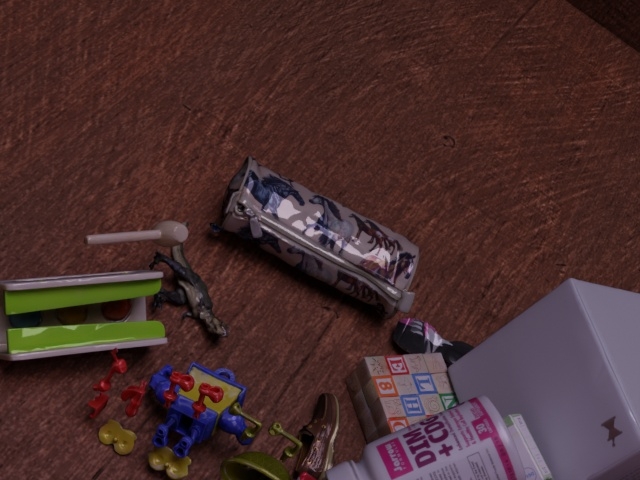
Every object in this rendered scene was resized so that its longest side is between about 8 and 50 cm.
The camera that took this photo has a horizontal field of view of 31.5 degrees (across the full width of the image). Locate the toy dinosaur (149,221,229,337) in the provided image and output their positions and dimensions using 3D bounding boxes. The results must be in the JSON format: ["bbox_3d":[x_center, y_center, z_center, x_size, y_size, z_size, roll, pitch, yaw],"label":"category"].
[{"bbox_3d":[-0.251,0.074,2.053,0.118,0.064,0.268,7,49,-43],"label":"toy dinosaur"}]

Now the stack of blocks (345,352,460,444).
[{"bbox_3d":[0.178,0.353,2.041,0.171,0.087,0.297,1,54,-29],"label":"stack of blocks"}]

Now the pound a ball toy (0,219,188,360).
[{"bbox_3d":[-0.384,0.079,1.897,0.319,0.136,0.208,-5,92,-32],"label":"pound a ball toy"}]

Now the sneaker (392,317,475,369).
[{"bbox_3d":[0.219,0.218,2.197,0.178,0.077,0.072,28,65,21],"label":"sneaker"}]

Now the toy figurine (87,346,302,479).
[{"bbox_3d":[-0.165,0.263,1.851,0.363,0.191,0.217,22,29,10],"label":"toy figurine"}]

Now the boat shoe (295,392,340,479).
[{"bbox_3d":[-0.006,0.337,1.968,0.060,0.064,0.178,22,49,-14],"label":"boat shoe"}]

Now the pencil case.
[{"bbox_3d":[0.000,0.000,2.181,0.410,0.160,0.183,28,29,-6],"label":"pencil case"}]

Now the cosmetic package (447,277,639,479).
[{"bbox_3d":[0.515,0.308,2.047,0.394,0.329,0.327,12,48,-39],"label":"cosmetic package"}]

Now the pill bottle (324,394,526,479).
[{"bbox_3d":[0.162,0.367,1.776,0.283,0.160,0.160,-23,63,-4],"label":"pill bottle"}]

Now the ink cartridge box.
[{"bbox_3d":[0.307,0.428,1.877,0.056,0.171,0.235,9,52,-59],"label":"ink cartridge box"}]

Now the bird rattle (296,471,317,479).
[{"bbox_3d":[-0.004,0.510,1.819,0.207,0.143,0.253,39,31,-11],"label":"bird rattle"}]
